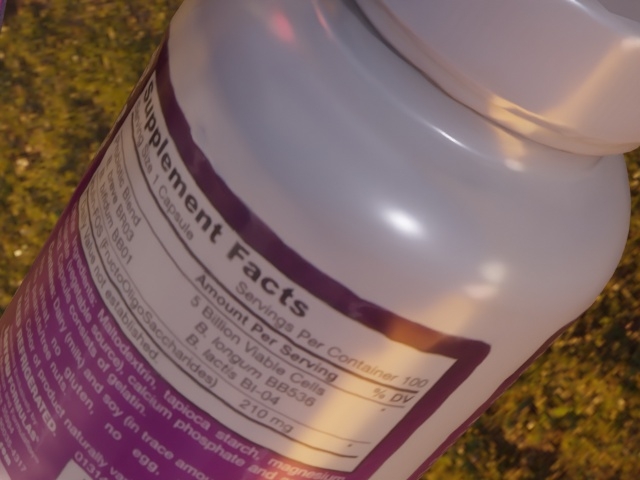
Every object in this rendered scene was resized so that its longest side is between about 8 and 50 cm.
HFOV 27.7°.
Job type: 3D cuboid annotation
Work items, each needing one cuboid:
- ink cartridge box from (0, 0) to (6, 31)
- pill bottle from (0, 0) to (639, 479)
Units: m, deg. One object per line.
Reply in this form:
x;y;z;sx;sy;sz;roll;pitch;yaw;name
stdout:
-0.234;-0.153;0.616;0.311;0.065;0.186;56;155;7;ink cartridge box
0.000;0.000;0.462;0.169;0.169;0.301;47;125;13;pill bottle
